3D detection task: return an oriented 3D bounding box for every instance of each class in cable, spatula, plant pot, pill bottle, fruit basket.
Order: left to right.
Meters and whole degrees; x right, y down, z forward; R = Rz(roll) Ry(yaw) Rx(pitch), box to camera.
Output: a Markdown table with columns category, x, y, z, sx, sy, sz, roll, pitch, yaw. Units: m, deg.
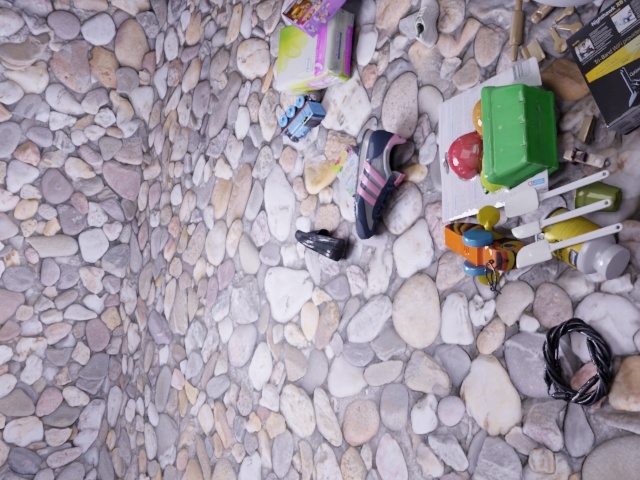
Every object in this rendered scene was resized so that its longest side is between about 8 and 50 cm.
| category | x | y | z | sx | sy | sz | roll | pitch | yaw |
| --- | --- | --- | --- | --- | --- | --- | --- | --- | --- |
| fruit basket | 0.414 | -0.229 | 1.720 | 0.353 | 0.165 | 0.327 | 157 | 114 | -63 |
| spatula | 0.506 | -0.052 | 1.494 | 0.242 | 0.019 | 0.168 | -23 | 61 | 41 |
| cable | 0.550 | 0.259 | 1.523 | 0.150 | 0.047 | 0.185 | 3 | 85 | 50 |
| pill bottle | 0.558 | 0.008 | 1.511 | 0.184 | 0.103 | 0.103 | 40 | 114 | 46 |
| plant pot | 0.596 | -0.092 | 1.511 | 0.079 | 0.083 | 0.083 | 16 | 96 | 38 |

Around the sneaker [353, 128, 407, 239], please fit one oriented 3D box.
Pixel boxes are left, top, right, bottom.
| category | x | y | z | sx | sy | sz | roll | pitch | yaw |
| --- | --- | --- | --- | --- | --- | --- | --- | --- | --- |
| sneaker | 0.171 | -0.152 | 2.007 | 0.131 | 0.112 | 0.319 | 8 | 103 | 20 |

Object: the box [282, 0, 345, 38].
| category | x | y | z | sx | sy | sz | roll | pitch | yaw |
| --- | --- | --- | --- | --- | --- | --- | --- | --- | --- |
| box | 0.022 | -0.783 | 2.216 | 0.293 | 0.057 | 0.201 | -48 | 36 | 7 |

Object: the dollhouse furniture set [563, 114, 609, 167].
| category | x | y | z | sx | sy | sz | roll | pitch | yaw |
| --- | --- | --- | --- | --- | --- | --- | --- | --- | --- |
| dollhouse furniture set | 0.594 | -0.216 | 1.535 | 0.081 | 0.091 | 0.114 | 20 | 97 | 34 |

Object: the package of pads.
| category | x | y | z | sx | sy | sz | roll | pitch | yaw |
| --- | --- | --- | --- | --- | --- | --- | --- | --- | --- |
| package of pads | -0.022 | -0.603 | 2.308 | 0.296 | 0.101 | 0.229 | -1 | 82 | 50 |

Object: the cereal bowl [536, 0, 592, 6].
| category | x | y | z | sx | sy | sz | roll | pitch | yaw |
| --- | --- | --- | --- | --- | --- | --- | --- | --- | --- |
| cereal bowl | 0.523 | -0.667 | 1.540 | 0.141 | 0.338 | 0.339 | 166 | 111 | -86 |

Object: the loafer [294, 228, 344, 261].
| category | x | y | z | sx | sy | sz | roll | pitch | yaw |
| --- | --- | --- | --- | --- | --- | --- | --- | --- | --- |
| loafer | 0.000 | 0.000 | 2.209 | 0.223 | 0.076 | 0.078 | 25 | 89 | 50 |

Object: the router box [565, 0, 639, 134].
| category | x | y | z | sx | sy | sz | roll | pitch | yaw |
| --- | --- | --- | --- | --- | --- | --- | --- | --- | --- |
| router box | 0.687 | -0.403 | 1.443 | 0.309 | 0.081 | 0.243 | -37 | 57 | 40 |

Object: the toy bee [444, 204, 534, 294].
| category | x | y | z | sx | sy | sz | roll | pitch | yaw |
| --- | --- | --- | --- | --- | --- | --- | --- | --- | --- |
| toy bee | 0.415 | 0.035 | 1.671 | 0.298 | 0.162 | 0.195 | -109 | 14 | -45 |

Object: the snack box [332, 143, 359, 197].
| category | x | y | z | sx | sy | sz | roll | pitch | yaw |
| --- | --- | --- | --- | --- | --- | --- | --- | --- | --- |
| snack box | 0.101 | -0.210 | 2.144 | 0.100 | 0.037 | 0.141 | -55 | 47 | 30 |

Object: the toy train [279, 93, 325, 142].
| category | x | y | z | sx | sy | sz | roll | pitch | yaw |
| --- | --- | --- | --- | --- | --- | --- | --- | --- | --- |
| toy train | -0.066 | -0.401 | 2.346 | 0.184 | 0.080 | 0.105 | -43 | 59 | 37 |

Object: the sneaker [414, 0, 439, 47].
| category | x | y | z | sx | sy | sz | roll | pitch | yaw |
| --- | --- | --- | --- | --- | --- | --- | --- | --- | --- |
| sneaker | 0.293 | -0.617 | 1.966 | 0.053 | 0.061 | 0.152 | -12 | 73 | 50 |

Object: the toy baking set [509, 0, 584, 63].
| category | x | y | z | sx | sy | sz | roll | pitch | yaw |
| --- | --- | --- | --- | --- | --- | --- | --- | --- | --- |
| toy baking set | 0.540 | -0.538 | 1.687 | 0.196 | 0.030 | 0.256 | -3 | 82 | 47 |
